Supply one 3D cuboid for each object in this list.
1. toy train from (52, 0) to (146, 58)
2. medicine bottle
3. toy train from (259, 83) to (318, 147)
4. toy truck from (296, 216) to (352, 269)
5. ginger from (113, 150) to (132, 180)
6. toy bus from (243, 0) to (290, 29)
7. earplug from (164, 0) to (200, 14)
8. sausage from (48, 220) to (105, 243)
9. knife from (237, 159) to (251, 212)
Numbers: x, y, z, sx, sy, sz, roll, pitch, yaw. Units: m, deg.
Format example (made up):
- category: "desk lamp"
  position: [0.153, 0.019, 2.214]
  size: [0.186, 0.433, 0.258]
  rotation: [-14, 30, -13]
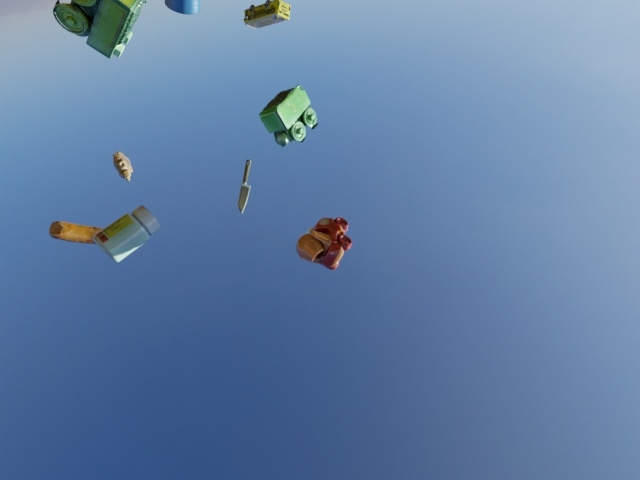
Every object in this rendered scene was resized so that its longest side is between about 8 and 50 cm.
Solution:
- category: "toy train"
  position: [-0.617, -0.663, 1.129]
  size: [0.272, 0.188, 0.159]
  rotation: [-24, -133, 44]
- category: "medicine bottle"
  position: [-0.775, -0.028, 1.611]
  size: [0.139, 0.139, 0.225]
  rotation: [25, -122, 40]
- category: "toy train"
  position: [-0.124, -0.502, 1.622]
  size: [0.133, 0.188, 0.243]
  rotation: [1, -135, 38]
- category: "toy truck"
  position: [0.000, 0.000, 1.825]
  size: [0.239, 0.189, 0.264]
  rotation: [16, -143, -21]
- category: "ginger"
  position: [-1.055, -0.399, 2.125]
  size: [0.074, 0.137, 0.213]
  rotation: [-31, -146, 0]
- category: "toy bus"
  position: [-0.224, -0.951, 1.680]
  size: [0.226, 0.074, 0.081]
  rotation: [13, -167, 40]
- category: "earplug"
  position: [-0.498, -0.992, 1.456]
  size: [0.133, 0.273, 0.132]
  rotation: [10, -128, -13]
- category: "sausage"
  position: [-1.257, -0.038, 2.088]
  size: [0.271, 0.108, 0.109]
  rotation: [11, -160, -39]
- category: "knife"
  position: [-0.466, -0.332, 2.492]
  size: [0.061, 0.343, 0.027]
  rotation: [7, -161, -28]
